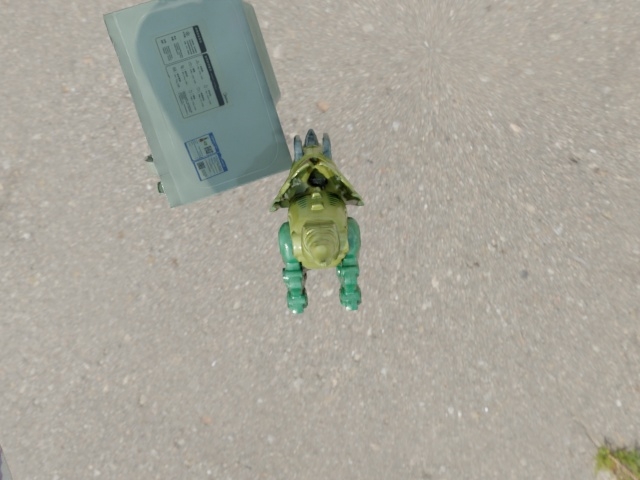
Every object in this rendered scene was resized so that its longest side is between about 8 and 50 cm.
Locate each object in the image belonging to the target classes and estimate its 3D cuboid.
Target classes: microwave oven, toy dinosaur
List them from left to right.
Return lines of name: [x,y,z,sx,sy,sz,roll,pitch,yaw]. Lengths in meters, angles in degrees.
microwave oven: [-0.131,-0.160,0.869,0.162,0.122,0.208,-19,105,-9]
toy dinosaur: [0.000,0.000,0.737,0.094,0.259,0.153,-6,114,0]

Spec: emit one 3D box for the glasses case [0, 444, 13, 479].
glasses case: [-0.294,0.094,0.528,0.113,0.075,0.297,-17,99,26]
